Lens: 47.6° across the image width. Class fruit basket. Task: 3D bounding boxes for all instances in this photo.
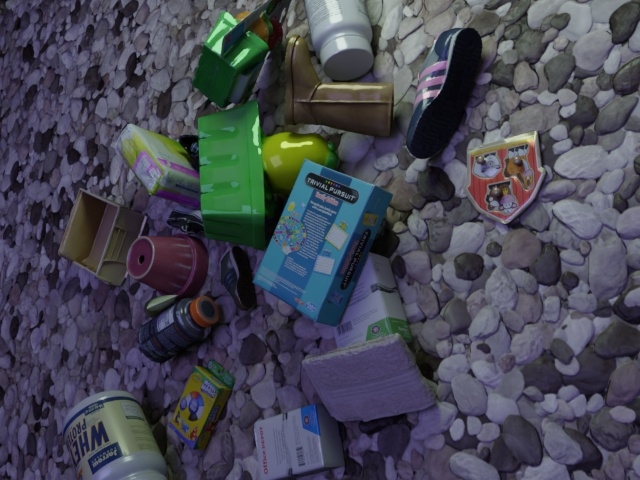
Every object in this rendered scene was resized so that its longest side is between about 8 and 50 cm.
[{"bbox_3d":[-0.177,-0.526,1.951,0.165,0.353,0.327,44,149,3],"label":"fruit basket"},{"bbox_3d":[-0.141,-0.182,1.947,0.392,0.283,0.392,2,69,-4],"label":"fruit basket"}]

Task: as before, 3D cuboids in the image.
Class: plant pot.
[{"bbox_3d":[-0.464,0.067,2.150,0.201,0.180,0.201,-12,70,37],"label":"plant pot"}]

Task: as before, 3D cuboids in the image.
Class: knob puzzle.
[{"bbox_3d":[0.397,-0.131,1.584,0.213,0.030,0.213,-12,71,37],"label":"knob puzzle"}]

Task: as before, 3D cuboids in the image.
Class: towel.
[{"bbox_3d":[0.101,0.315,1.632,0.282,0.049,0.187,-21,107,34],"label":"towel"}]

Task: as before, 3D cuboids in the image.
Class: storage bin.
[{"bbox_3d":[-0.736,-0.011,2.436,0.262,0.123,0.260,20,91,41],"label":"storage bin"}]

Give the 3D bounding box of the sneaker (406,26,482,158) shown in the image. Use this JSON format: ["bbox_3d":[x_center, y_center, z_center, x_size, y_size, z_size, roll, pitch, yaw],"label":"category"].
[{"bbox_3d":[0.271,-0.347,1.715,0.131,0.112,0.319,28,94,58],"label":"sneaker"}]

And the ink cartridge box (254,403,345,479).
[{"bbox_3d":[-0.054,0.492,1.756,0.203,0.086,0.148,-25,63,34],"label":"ink cartridge box"}]

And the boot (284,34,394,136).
[{"bbox_3d":[0.050,-0.385,1.801,0.269,0.089,0.236,6,112,11],"label":"boot"}]

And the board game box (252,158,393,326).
[{"bbox_3d":[0.000,0.000,1.732,0.253,0.079,0.336,27,94,45],"label":"board game box"}]

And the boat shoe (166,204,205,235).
[{"bbox_3d":[-0.386,-0.048,2.175,0.219,0.078,0.070,15,60,48],"label":"boat shoe"}]

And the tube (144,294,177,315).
[{"bbox_3d":[-0.478,0.192,2.129,0.070,0.062,0.240,-68,13,-17],"label":"tube"}]

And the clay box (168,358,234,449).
[{"bbox_3d":[-0.331,0.451,2.020,0.127,0.053,0.222,28,98,40],"label":"clay box"}]

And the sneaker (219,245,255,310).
[{"bbox_3d":[-0.240,0.118,2.032,0.086,0.064,0.192,-34,58,37],"label":"sneaker"}]

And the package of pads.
[{"bbox_3d":[-0.470,-0.222,2.200,0.101,0.229,0.296,-54,51,15],"label":"package of pads"}]

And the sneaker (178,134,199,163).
[{"bbox_3d":[-0.332,-0.241,2.174,0.267,0.106,0.101,37,101,38],"label":"sneaker"}]

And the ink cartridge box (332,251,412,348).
[{"bbox_3d":[0.105,0.159,1.707,0.160,0.092,0.219,-30,60,32],"label":"ink cartridge box"}]

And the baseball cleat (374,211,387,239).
[{"bbox_3d":[0.072,-0.046,1.807,0.205,0.072,0.110,8,90,44],"label":"baseball cleat"}]

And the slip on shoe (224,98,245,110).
[{"bbox_3d":[-0.246,-0.416,2.193,0.041,0.051,0.135,38,97,-1],"label":"slip on shoe"}]

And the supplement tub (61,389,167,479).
[{"bbox_3d":[-0.579,0.617,2.061,0.235,0.235,0.325,-51,52,18],"label":"supplement tub"}]

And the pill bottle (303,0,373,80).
[{"bbox_3d":[0.047,-0.576,1.909,0.160,0.160,0.283,-26,63,32],"label":"pill bottle"}]

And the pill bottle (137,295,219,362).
[{"bbox_3d":[-0.402,0.248,2.083,0.245,0.130,0.130,-32,60,29],"label":"pill bottle"}]
